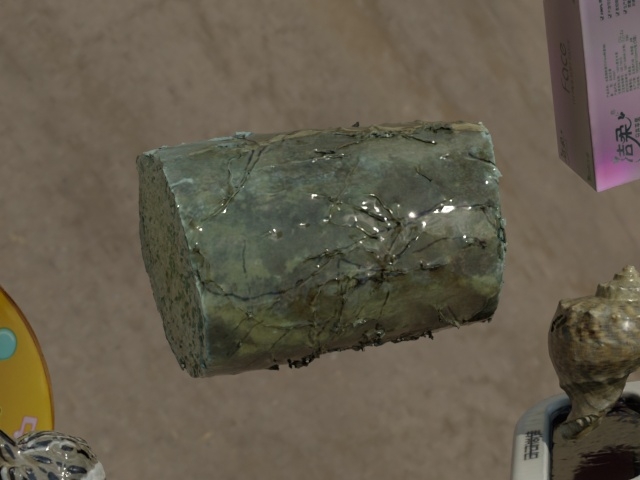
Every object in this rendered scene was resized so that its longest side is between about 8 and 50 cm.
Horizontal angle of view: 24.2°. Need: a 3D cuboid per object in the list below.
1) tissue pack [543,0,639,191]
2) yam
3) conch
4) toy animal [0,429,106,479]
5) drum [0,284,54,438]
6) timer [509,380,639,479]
[{"bbox_3d":[0.296,-0.187,1.428,0.092,0.148,0.246,-125,-158,-58],"label":"tissue pack"},{"bbox_3d":[0.000,0.000,1.439,0.241,0.348,0.241,172,-90,-85],"label":"yam"},{"bbox_3d":[0.309,0.120,1.591,0.155,0.207,0.130,-6,23,-40],"label":"conch"},{"bbox_3d":[-0.235,0.204,1.277,0.137,0.098,0.098,57,18,-48],"label":"toy animal"},{"bbox_3d":[-0.495,0.196,1.505,0.431,0.214,0.431,-3,94,-47],"label":"drum"},{"bbox_3d":[0.329,0.242,1.622,0.262,0.237,0.087,-66,143,-66],"label":"timer"}]
